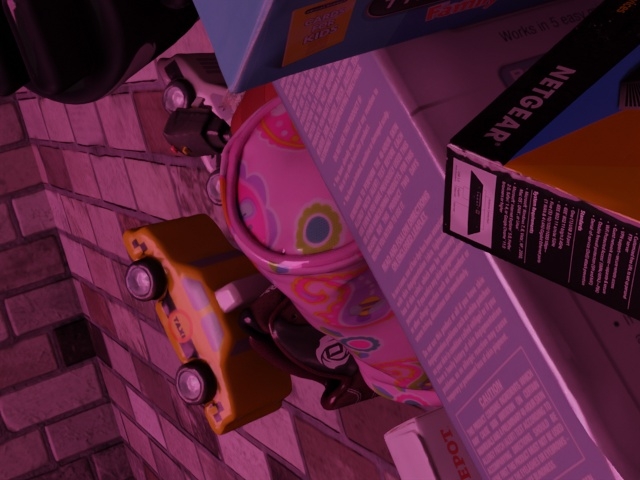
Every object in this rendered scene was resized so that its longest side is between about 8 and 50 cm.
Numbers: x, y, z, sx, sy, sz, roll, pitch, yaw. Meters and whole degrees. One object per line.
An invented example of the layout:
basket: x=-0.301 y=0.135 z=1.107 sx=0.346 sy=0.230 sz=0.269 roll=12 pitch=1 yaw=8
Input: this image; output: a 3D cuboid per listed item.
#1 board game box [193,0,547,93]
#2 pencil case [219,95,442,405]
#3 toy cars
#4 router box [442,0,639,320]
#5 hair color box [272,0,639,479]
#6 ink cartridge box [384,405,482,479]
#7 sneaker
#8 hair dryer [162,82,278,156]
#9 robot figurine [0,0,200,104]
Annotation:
board game box: x=0.018 y=-0.256 z=0.493 sx=0.336 sy=0.253 sz=0.079 roll=65 pitch=158 yaw=13
pencil case: x=0.041 y=0.016 z=0.717 sx=0.124 sy=0.124 sz=0.284 roll=56 pitch=-177 yaw=33
toy cars: x=-0.072 y=-0.026 z=0.997 sx=0.087 sy=0.176 sz=0.394 roll=-32 pitch=39 yaw=35
router box: x=0.147 y=-0.040 z=0.415 sx=0.133 sy=0.179 sz=0.046 roll=26 pitch=139 yaw=27
hair color box: x=0.116 y=-0.035 z=0.534 sx=0.375 sy=0.185 sz=0.114 roll=63 pitch=157 yaw=19
ink cartridge box: x=0.129 y=0.138 z=0.698 sx=0.109 sy=0.150 sz=0.063 roll=67 pitch=158 yaw=10
sneaker: x=0.000 y=0.000 z=0.879 sx=0.106 sy=0.162 sz=0.282 roll=-15 pitch=94 yaw=69
hair dryer: x=-0.019 y=-0.157 z=0.831 sx=0.293 sy=0.080 sz=0.224 roll=14 pitch=90 yaw=47
robot figurine: x=-0.206 y=-0.236 z=1.038 sx=0.209 sy=0.278 sz=0.174 roll=34 pitch=134 yaw=4
